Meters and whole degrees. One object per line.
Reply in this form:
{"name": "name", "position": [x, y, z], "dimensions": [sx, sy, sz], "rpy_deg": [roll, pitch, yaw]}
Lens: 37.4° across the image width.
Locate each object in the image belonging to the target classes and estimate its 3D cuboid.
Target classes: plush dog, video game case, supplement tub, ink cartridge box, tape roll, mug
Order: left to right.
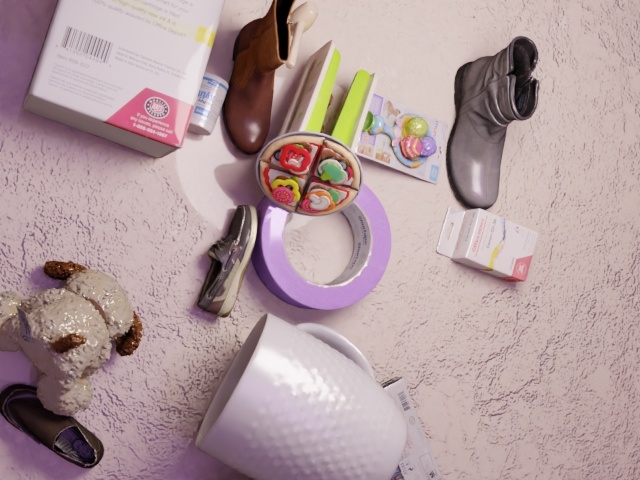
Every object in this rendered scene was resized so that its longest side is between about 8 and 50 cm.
{"name": "plush dog", "position": [-0.427, 0.141, 1.664], "dimensions": [0.262, 0.210, 0.225], "rpy_deg": [50, 40, -12]}
{"name": "ink cartridge box", "position": [-0.345, -0.381, 1.731], "dimensions": [0.279, 0.160, 0.385], "rpy_deg": [19, 80, -20]}
{"name": "supplement tub", "position": [-0.225, -0.263, 1.820], "dimensions": [0.071, 0.071, 0.107], "rpy_deg": [21, 79, -19]}
{"name": "mug", "position": [-0.010, 0.301, 1.766], "dimensions": [0.328, 0.276, 0.374], "rpy_deg": [29, 37, -7]}
{"name": "tape roll", "position": [0.000, 0.000, 1.883], "dimensions": [0.274, 0.090, 0.275], "rpy_deg": [1, 87, -21]}
{"name": "video game case", "position": [0.117, 0.425, 1.926], "dimensions": [0.210, 0.042, 0.232], "rpy_deg": [-24, 95, -21]}
{"name": "ink cartridge box", "position": [0.358, 0.005, 2.033], "dimensions": [0.198, 0.067, 0.115], "rpy_deg": [20, 80, -19]}

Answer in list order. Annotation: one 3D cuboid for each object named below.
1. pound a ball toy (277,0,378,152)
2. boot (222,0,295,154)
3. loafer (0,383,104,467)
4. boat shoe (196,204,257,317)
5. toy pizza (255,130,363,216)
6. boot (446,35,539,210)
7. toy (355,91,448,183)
{"name": "pound a ball toy", "position": [-0.023, -0.279, 1.839], "dimensions": [0.208, 0.135, 0.319], "rpy_deg": [33, 51, -22]}
{"name": "boot", "position": [-0.096, -0.306, 1.759], "dimensions": [0.096, 0.280, 0.264], "rpy_deg": [12, 83, -19]}
{"name": "loafer", "position": [-0.473, 0.330, 1.682], "dimensions": [0.220, 0.078, 0.080], "rpy_deg": [37, 75, -16]}
{"name": "boat shoe", "position": [-0.181, 0.034, 1.815], "dimensions": [0.073, 0.080, 0.224], "rpy_deg": [17, 85, -25]}
{"name": "toy pizza", "position": [-0.022, -0.115, 1.740], "dimensions": [0.201, 0.201, 0.032], "rpy_deg": [29, 40, -17]}
{"name": "boot", "position": [0.362, -0.238, 1.966], "dimensions": [0.118, 0.222, 0.338], "rpy_deg": [-2, 88, -22]}
{"name": "toy", "position": [0.185, -0.212, 1.955], "dimensions": [0.237, 0.056, 0.137], "rpy_deg": [16, 82, -34]}
